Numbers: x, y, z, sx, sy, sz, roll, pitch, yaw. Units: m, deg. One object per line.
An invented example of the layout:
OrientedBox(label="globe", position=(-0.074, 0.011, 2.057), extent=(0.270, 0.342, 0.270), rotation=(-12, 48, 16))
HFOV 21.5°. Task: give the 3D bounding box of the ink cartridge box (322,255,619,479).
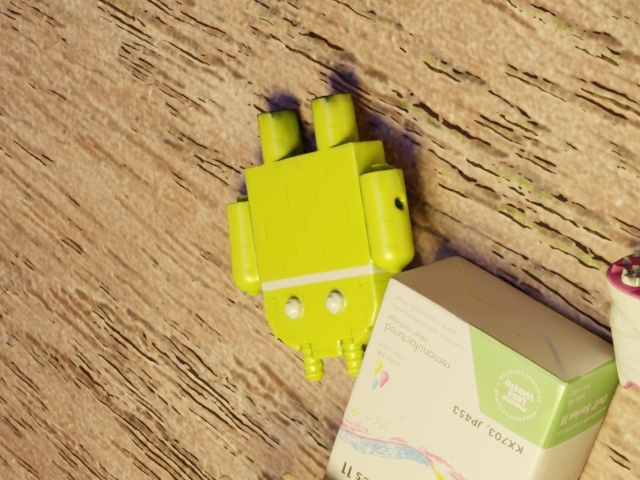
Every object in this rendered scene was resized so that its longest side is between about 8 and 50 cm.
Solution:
OrientedBox(label="ink cartridge box", position=(0.123, 0.219, 1.592), extent=(0.207, 0.119, 0.353), rotation=(31, 118, 28))

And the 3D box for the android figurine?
OrientedBox(label="android figurine", position=(0.000, 0.000, 1.643), extent=(0.248, 0.056, 0.273), rotation=(-8, 88, 48))

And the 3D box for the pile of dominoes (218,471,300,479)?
OrientedBox(label="pile of dominoes", position=(0.002, 0.319, 1.659), extent=(0.196, 0.040, 0.251), rotation=(29, 153, 26))

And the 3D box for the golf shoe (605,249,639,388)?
OrientedBox(label="golf shoe", position=(0.360, 0.118, 1.392), extent=(0.306, 0.115, 0.140), rotation=(37, 135, 44))
